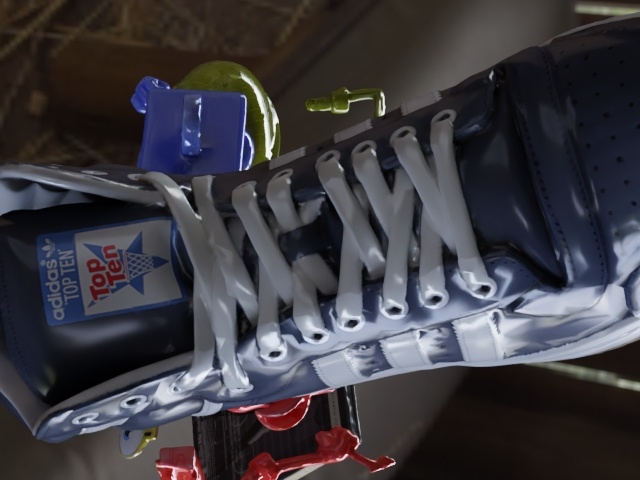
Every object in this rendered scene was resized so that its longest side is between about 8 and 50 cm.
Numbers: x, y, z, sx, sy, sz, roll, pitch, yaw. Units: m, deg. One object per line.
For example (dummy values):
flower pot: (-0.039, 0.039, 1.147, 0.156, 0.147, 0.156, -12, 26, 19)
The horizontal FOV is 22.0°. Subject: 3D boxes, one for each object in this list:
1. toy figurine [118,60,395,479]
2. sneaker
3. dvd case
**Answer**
toy figurine: (-0.048, -0.040, 1.085, 0.217, 0.191, 0.362, 80, 12, -53)
sneaker: (0.000, 0.000, 0.517, 0.153, 0.282, 0.099, 1, 74, -45)
dvd case: (-0.048, 0.162, 1.579, 0.018, 0.221, 0.164, 22, 48, -36)
